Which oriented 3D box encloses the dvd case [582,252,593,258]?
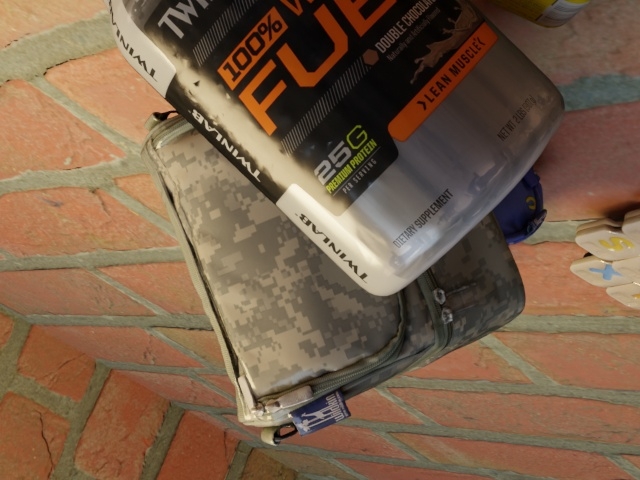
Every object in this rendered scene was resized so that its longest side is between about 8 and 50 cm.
[{"bbox_3d":[0.438,0.057,1.277,0.253,0.022,0.180,26,158,-16],"label":"dvd case"}]

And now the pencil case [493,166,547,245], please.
[{"bbox_3d":[0.138,-0.010,1.255,0.133,0.119,0.306,-19,167,-18],"label":"pencil case"}]

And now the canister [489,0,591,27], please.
[{"bbox_3d":[0.162,-0.221,0.783,0.126,0.073,0.170,25,160,-9],"label":"canister"}]

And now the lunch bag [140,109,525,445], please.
[{"bbox_3d":[0.000,0.000,1.043,0.256,0.305,0.212,-20,173,-21],"label":"lunch bag"}]

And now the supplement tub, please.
[{"bbox_3d":[-0.005,-0.141,0.851,0.338,0.207,0.207,43,157,-2],"label":"supplement tub"}]

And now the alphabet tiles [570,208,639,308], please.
[{"bbox_3d":[0.408,0.047,1.219,0.284,0.021,0.278,30,156,-23],"label":"alphabet tiles"}]
